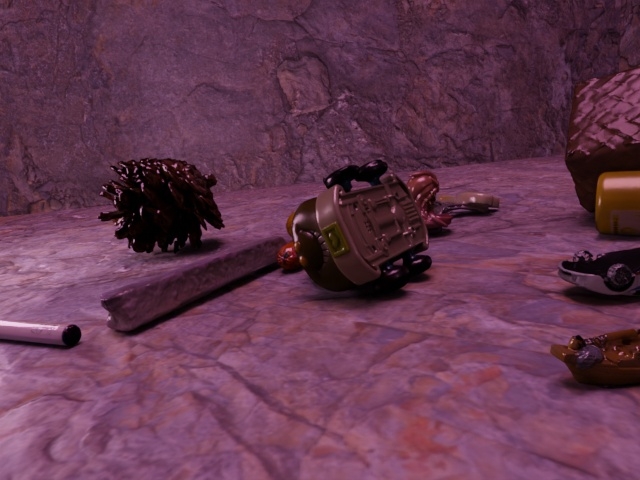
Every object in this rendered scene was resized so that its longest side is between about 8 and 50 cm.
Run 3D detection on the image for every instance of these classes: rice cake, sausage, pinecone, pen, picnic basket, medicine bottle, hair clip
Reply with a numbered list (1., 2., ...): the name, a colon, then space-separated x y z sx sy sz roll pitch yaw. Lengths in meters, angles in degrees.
1. rice cake: -0.195 0.061 0.782 0.070 0.064 0.399 -9 8 36
2. sausage: 0.000 0.000 0.987 0.053 0.053 0.348 0 14 26
3. pinecone: -0.397 -0.086 1.140 0.296 0.241 0.298 -7 6 -16
4. pen: -0.459 0.130 0.666 0.269 0.033 0.033 -1 13 22
5. picnic basket: 0.694 -0.190 0.987 0.254 0.321 0.291 -6 52 48
6. medicine bottle: 0.626 -0.067 0.820 0.213 0.121 0.122 3 16 36
7. hair clip: 0.383 -0.099 1.243 0.219 0.071 0.159 -5 9 -15

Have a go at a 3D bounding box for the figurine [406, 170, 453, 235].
1. figurine: 0.237 -0.078 1.046 0.126 0.156 0.114 13 43 44

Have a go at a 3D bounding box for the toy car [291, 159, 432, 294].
1. toy car: 0.046 -0.002 0.758 0.198 0.204 0.248 -26 -4 37

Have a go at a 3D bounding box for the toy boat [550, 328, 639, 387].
1. toy boat: 0.282 0.097 0.407 0.149 0.048 0.047 -7 13 -4

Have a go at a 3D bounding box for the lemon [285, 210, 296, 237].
1. lemon: -0.039 -0.037 1.111 0.111 0.081 0.082 -1 12 40

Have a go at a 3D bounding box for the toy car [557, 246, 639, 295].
1. toy car: 0.419 0.038 0.593 0.205 0.056 0.095 -9 12 2
